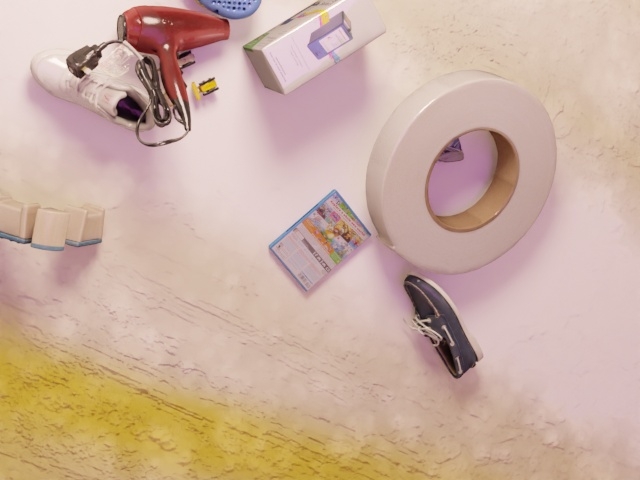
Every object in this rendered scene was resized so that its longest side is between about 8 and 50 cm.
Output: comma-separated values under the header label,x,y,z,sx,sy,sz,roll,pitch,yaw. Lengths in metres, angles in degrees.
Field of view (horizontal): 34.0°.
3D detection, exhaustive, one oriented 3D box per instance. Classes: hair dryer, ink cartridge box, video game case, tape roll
label,x,y,z,sx,sy,sz,roll,pitch,yaw
hair dryer,-0.258,-0.291,1.742,0.223,0.080,0.293,43,60,-3
ink cartridge box,-0.012,-0.349,1.811,0.212,0.154,0.093,-31,109,-7
video game case,0.000,0.000,1.980,0.166,0.015,0.119,-41,111,-4
tape roll,0.266,-0.123,1.961,0.391,0.072,0.392,-12,118,-24

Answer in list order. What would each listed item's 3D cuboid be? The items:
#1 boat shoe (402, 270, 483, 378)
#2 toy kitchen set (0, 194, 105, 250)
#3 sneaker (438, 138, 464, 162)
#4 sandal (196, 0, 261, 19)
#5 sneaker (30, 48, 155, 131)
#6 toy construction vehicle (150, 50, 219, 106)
label,x,y,z,sx,sy,sz,roll,pitch,yaw
boat shoe,0.229,0.168,2.059,0.079,0.095,0.254,-44,122,-15
toy kitchen set,-0.503,-0.017,1.788,0.207,0.166,0.122,16,100,16
sneaker,0.208,-0.174,1.989,0.135,0.052,0.058,-10,100,-25
sandal,-0.201,-0.500,1.722,0.126,0.138,0.317,-40,114,-7
sneaker,-0.368,-0.251,1.741,0.232,0.115,0.090,23,95,-22
toy construction vehicle,-0.238,-0.281,1.823,0.098,0.035,0.086,-30,112,-18
